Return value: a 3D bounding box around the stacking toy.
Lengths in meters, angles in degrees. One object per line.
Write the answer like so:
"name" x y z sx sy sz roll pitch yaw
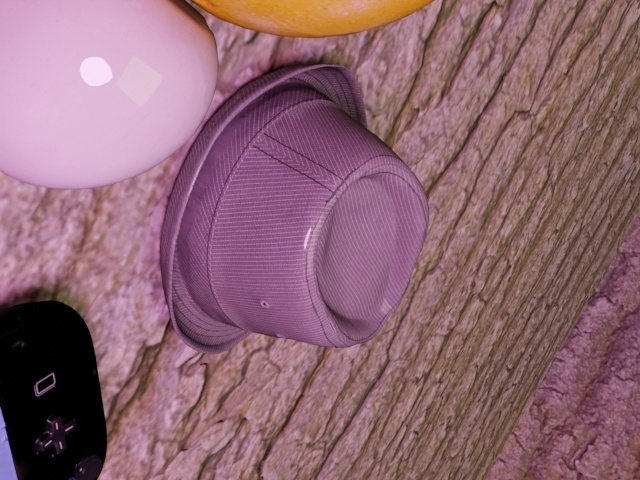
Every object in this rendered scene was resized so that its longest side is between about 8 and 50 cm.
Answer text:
"stacking toy" 0.005 -0.215 0.404 0.480 0.350 0.350 -45 156 11

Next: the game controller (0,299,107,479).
"game controller" -0.246 0.156 0.491 0.319 0.067 0.166 -35 144 -43

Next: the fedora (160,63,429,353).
"fedora" 0.000 0.000 0.708 0.244 0.124 0.275 -47 151 -24
